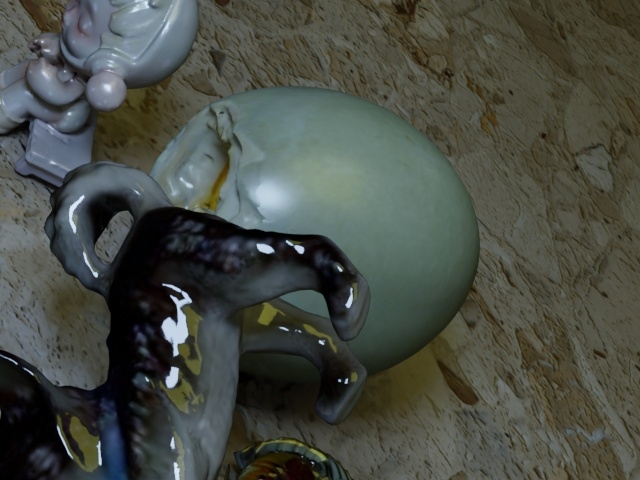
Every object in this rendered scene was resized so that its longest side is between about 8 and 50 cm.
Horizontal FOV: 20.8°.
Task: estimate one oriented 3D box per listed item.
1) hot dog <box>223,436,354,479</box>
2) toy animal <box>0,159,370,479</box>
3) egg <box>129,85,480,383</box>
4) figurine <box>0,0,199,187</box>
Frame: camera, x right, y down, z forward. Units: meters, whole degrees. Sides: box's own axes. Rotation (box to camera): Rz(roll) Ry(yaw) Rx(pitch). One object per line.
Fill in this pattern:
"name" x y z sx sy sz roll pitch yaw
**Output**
"hot dog" -0.027 0.274 1.493 0.162 0.082 0.270 40 31 -11
"toy animal" -0.153 0.118 1.371 0.303 0.344 0.194 31 -13 19
"egg" 0.000 0.000 1.650 0.336 0.278 0.278 18 40 -37
"figurine" -0.201 -0.173 1.644 0.144 0.257 0.182 42 30 -9
